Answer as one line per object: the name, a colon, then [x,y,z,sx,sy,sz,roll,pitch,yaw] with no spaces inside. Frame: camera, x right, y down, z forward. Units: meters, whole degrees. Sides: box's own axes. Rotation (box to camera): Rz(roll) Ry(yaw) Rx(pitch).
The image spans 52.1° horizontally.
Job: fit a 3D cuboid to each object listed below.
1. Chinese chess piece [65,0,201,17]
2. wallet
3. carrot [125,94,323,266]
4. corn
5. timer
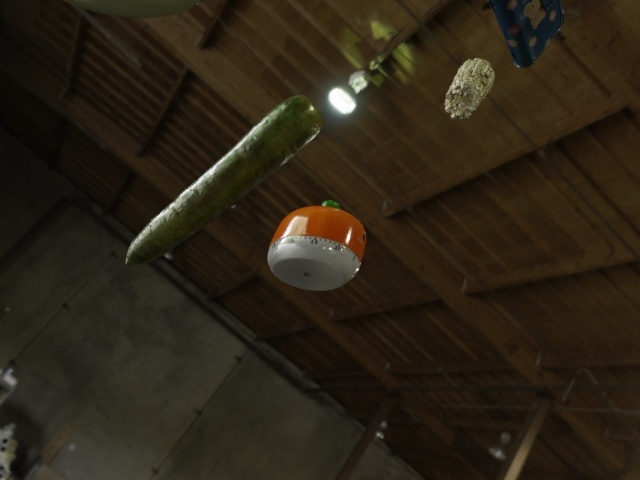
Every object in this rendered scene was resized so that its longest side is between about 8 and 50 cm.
Chinese chess piece: [-0.130,-0.344,0.480,0.146,0.349,0.349,7,-13,-26]
wallet: [0.372,-0.430,1.180,0.059,0.141,0.202,30,-9,43]
carrot: [-0.145,-0.080,0.953,0.074,0.358,0.074,50,0,1]
corn: [0.322,-0.334,1.418,0.087,0.211,0.087,12,-57,19]
timer: [0.000,0.000,0.885,0.136,0.136,0.099,23,-35,28]
